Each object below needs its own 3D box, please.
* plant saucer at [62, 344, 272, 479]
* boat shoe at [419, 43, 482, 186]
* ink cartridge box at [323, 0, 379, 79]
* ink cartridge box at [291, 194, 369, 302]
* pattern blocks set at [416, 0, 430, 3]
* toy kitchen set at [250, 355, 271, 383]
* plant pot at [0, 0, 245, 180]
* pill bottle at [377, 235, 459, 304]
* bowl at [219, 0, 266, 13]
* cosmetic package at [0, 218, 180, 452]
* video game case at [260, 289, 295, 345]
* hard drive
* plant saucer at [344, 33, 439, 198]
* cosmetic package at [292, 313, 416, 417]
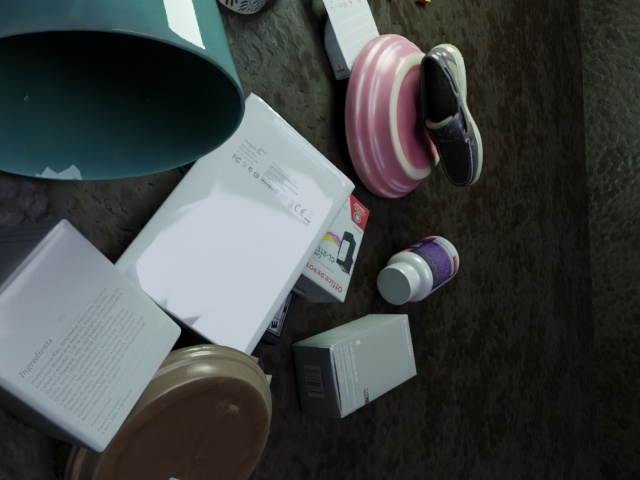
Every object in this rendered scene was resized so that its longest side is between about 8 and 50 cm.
[{"bbox_3d":[-0.170,0.261,0.712,0.277,0.041,0.278,-20,123,-33],"label":"plant saucer"},{"bbox_3d":[0.247,-0.236,1.133,0.092,0.102,0.286,-30,115,-42],"label":"boat shoe"},{"bbox_3d":[0.049,-0.421,1.118,0.145,0.045,0.179,-42,113,-43],"label":"ink cartridge box"},{"bbox_3d":[0.000,0.000,0.940,0.127,0.072,0.175,38,60,-42],"label":"ink cartridge box"},{"bbox_3d":[0.200,-0.693,1.327,0.285,0.026,0.325,51,51,-34],"label":"pattern blocks set"},{"bbox_3d":[-0.123,0.204,0.835,0.075,0.068,0.083,34,62,-43],"label":"toy kitchen set"},{"bbox_3d":[-0.238,-0.224,0.583,0.293,0.293,0.235,7,67,-49],"label":"plant pot"},{"bbox_3d":[0.203,0.065,1.204,0.193,0.108,0.108,-24,105,-49],"label":"pill bottle"},{"bbox_3d":[-0.112,-0.453,0.895,0.170,0.080,0.170,7,81,-49],"label":"bowl"},{"bbox_3d":[-0.281,0.096,0.592,0.184,0.151,0.151,55,49,-33],"label":"cosmetic package"},{"bbox_3d":[-0.114,-0.008,0.891,0.248,0.035,0.275,37,61,-42],"label":"video game case"},{"bbox_3d":[-0.106,-0.021,0.797,0.210,0.040,0.319,40,65,-18],"label":"hard drive"},{"bbox_3d":[0.172,-0.252,1.178,0.332,0.084,0.333,-11,104,-53],"label":"plant saucer"},{"bbox_3d":[0.067,0.217,1.035,0.237,0.107,0.127,-13,94,-46],"label":"cosmetic package"}]
